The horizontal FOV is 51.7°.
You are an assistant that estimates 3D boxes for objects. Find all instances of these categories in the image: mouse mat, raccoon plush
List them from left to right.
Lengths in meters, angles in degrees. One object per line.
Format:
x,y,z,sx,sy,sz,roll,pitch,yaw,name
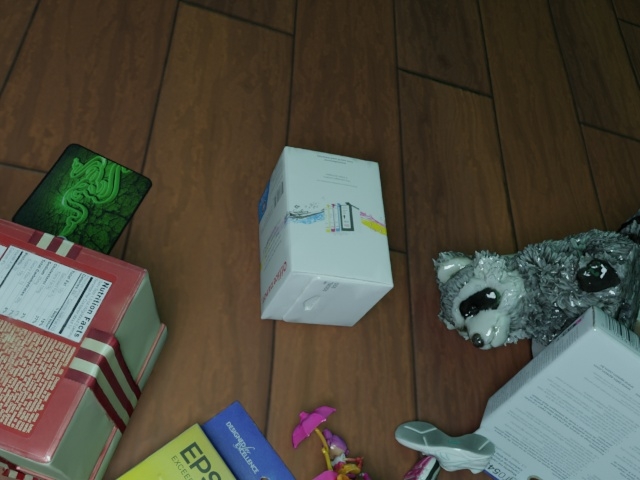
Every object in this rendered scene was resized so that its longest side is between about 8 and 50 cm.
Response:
-0.376,-0.063,1.057,0.152,0.007,0.190,26,52,-7,mouse mat
0.399,0.065,1.158,0.299,0.216,0.446,11,23,36,raccoon plush

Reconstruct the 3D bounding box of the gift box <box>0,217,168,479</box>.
-0.346,0.127,0.774,0.276,0.258,0.255,23,61,6,gift box

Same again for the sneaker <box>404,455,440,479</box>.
0.145,0.400,0.957,0.074,0.063,0.170,31,58,-2,sneaker

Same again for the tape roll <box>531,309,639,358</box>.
0.538,0.216,1.216,0.286,0.100,0.286,11,56,-17,tape roll

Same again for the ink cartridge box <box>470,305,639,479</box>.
0.429,0.302,0.993,0.324,0.330,0.071,35,35,0,ink cartridge box

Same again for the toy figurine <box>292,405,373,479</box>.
0.024,0.314,0.936,0.173,0.130,0.159,38,20,-41,toy figurine

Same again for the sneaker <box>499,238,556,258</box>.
0.407,0.041,1.258,0.232,0.115,0.090,-11,61,-29,sneaker

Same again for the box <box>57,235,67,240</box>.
-0.448,0.081,0.916,0.225,0.036,0.137,-17,68,-30,box

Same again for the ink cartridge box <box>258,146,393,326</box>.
0.000,0.000,1.076,0.168,0.171,0.233,8,58,-19,ink cartridge box

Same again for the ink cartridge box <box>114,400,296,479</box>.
-0.131,0.399,0.836,0.307,0.072,0.304,-32,75,-33,ink cartridge box

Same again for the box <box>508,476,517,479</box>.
0.321,0.465,0.969,0.145,0.038,0.186,37,31,2,box

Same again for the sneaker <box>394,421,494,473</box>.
0.188,0.327,1.024,0.152,0.061,0.054,13,30,9,sneaker
